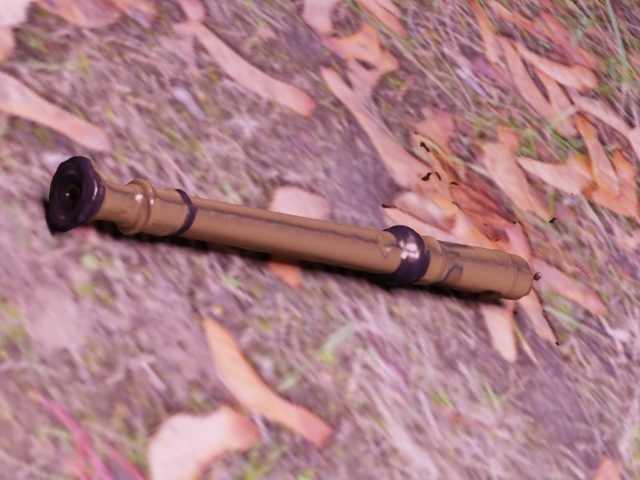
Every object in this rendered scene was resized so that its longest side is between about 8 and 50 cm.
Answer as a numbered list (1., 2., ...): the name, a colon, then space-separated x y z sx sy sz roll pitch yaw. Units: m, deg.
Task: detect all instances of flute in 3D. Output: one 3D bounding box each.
1. flute: 0.000 0.000 0.656 0.233 0.027 0.027 10 45 -43
